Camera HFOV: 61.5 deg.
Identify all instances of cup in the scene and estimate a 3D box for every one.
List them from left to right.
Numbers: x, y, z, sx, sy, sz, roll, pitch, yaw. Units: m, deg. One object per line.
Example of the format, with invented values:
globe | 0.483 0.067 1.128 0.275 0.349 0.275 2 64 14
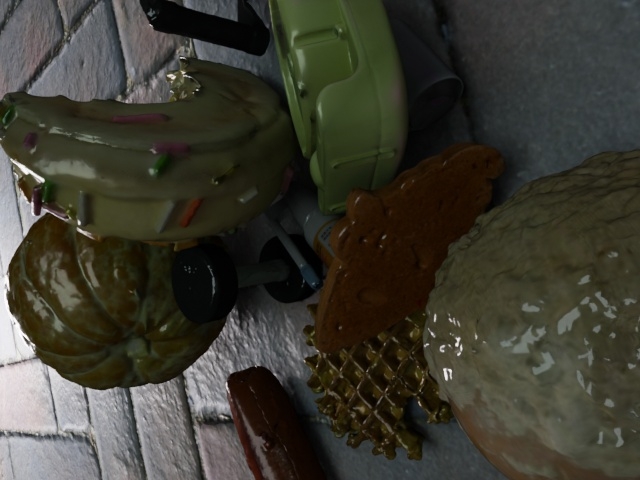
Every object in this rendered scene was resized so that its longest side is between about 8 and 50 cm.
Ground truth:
cup | 0.098 -0.179 0.616 0.116 0.074 0.104 59 157 25

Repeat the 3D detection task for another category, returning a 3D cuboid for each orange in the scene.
orange | -0.295 0.078 0.816 0.330 0.329 0.249 -64 34 26

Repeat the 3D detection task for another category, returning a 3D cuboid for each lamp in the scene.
lamp | -0.173 -0.465 0.726 0.374 0.204 0.272 54 130 37

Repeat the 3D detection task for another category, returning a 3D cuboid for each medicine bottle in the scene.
medicine bottle | 0.000 0.000 0.688 0.092 0.061 0.221 -39 45 -1

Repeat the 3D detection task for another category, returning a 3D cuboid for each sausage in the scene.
sausage | -0.047 0.333 0.774 0.102 0.102 0.331 -42 66 36

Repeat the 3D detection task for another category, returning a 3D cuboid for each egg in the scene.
egg | 0.224 0.070 0.398 0.310 0.279 0.279 -39 69 31

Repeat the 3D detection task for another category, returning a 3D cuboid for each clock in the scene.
clock | 0.007 -0.197 0.590 0.235 0.096 0.308 85 172 -71

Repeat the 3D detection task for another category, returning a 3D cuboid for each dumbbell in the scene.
dumbbell | -0.095 0.047 0.723 0.100 0.191 0.100 5 98 42

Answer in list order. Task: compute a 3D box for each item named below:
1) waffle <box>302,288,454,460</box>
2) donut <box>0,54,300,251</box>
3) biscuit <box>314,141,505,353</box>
waffle | 0.067 0.157 0.684 0.231 0.051 0.229 -8 90 43
donut | -0.185 -0.118 0.689 0.307 0.371 0.150 25 125 22
biscuit | 0.086 0.014 0.566 0.280 0.183 0.043 -51 25 19
